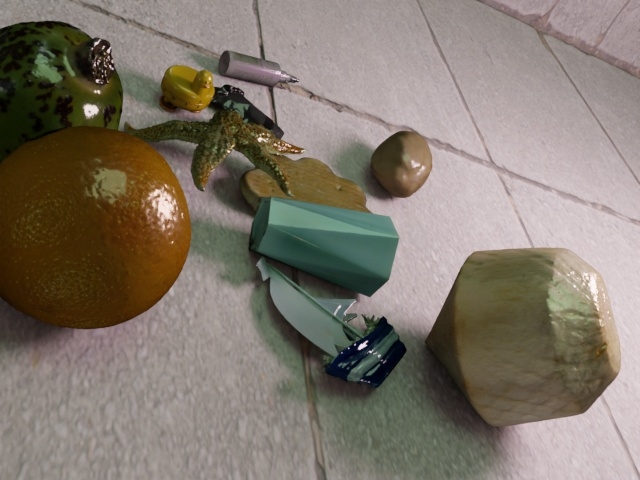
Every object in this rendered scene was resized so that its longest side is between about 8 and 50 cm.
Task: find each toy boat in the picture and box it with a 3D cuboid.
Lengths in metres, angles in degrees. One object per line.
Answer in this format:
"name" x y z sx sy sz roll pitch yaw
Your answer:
"toy boat" 0.024 0.126 1.357 0.210 0.070 0.292 4 36 -47

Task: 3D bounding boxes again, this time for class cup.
"cup" 0.000 0.000 1.445 0.235 0.148 0.134 15 54 -16

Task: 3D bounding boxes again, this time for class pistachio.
"pistachio" 0.179 -0.173 1.822 0.135 0.136 0.226 28 27 -7

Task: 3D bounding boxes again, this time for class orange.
"orange" -0.306 -0.015 1.082 0.274 0.274 0.274 22 35 -16

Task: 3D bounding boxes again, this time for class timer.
"timer" -0.258 -0.308 1.634 0.107 0.109 0.107 22 34 -16

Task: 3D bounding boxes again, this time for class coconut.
"coconut" 0.324 0.155 1.387 0.328 0.329 0.329 22 35 -16

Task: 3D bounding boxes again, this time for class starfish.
"starfish" -0.149 -0.174 1.501 0.357 0.078 0.347 28 25 32

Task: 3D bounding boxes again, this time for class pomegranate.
"pomegranate" -0.415 -0.223 1.267 0.254 0.270 0.254 31 49 -43

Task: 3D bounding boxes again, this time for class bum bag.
"bum bag" -0.153 -0.263 1.721 0.197 0.049 0.087 42 39 12

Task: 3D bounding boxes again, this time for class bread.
"bread" -0.018 -0.084 1.594 0.286 0.056 0.207 24 35 -11

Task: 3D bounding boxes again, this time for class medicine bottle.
"medicine bottle" -0.133 -0.384 1.884 0.199 0.058 0.058 7 41 -33
